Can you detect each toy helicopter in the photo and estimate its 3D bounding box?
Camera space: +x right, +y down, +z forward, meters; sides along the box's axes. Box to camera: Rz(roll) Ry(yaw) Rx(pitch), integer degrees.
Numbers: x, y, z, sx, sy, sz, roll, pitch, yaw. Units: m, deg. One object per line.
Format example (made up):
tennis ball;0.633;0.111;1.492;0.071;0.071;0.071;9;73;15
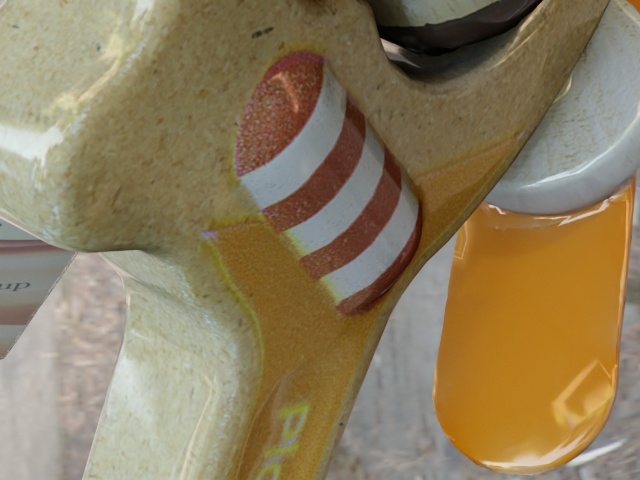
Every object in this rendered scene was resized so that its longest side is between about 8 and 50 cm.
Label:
toy helicopter;0.000;0.000;0.412;0.140;0.235;0.355;27;106;29

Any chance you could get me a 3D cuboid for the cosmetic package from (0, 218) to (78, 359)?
cosmetic package;-0.254;-0.020;1.211;0.296;0.153;0.129;132;133;-59
